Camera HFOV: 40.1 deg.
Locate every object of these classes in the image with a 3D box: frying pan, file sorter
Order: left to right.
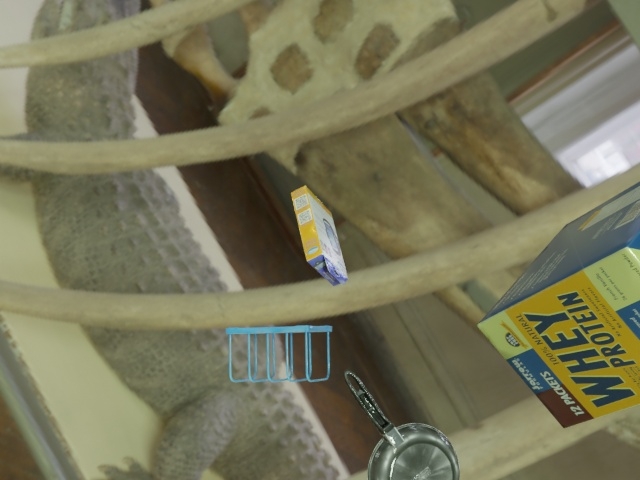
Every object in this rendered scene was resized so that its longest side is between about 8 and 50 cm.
[{"bbox_3d":[-0.076,0.215,1.663,0.118,0.170,0.105,12,75,-67],"label":"file sorter"},{"bbox_3d":[0.172,0.389,1.686,0.197,0.053,0.326,-11,89,-20],"label":"frying pan"}]

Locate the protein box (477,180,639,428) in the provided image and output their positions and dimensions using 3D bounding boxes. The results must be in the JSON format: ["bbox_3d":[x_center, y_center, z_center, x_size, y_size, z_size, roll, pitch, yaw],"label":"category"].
[{"bbox_3d":[0.298,0.044,0.830,0.136,0.201,0.200,50,53,0],"label":"protein box"}]

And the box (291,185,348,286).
[{"bbox_3d":[0.000,0.000,1.196,0.081,0.028,0.136,45,26,-49],"label":"box"}]
